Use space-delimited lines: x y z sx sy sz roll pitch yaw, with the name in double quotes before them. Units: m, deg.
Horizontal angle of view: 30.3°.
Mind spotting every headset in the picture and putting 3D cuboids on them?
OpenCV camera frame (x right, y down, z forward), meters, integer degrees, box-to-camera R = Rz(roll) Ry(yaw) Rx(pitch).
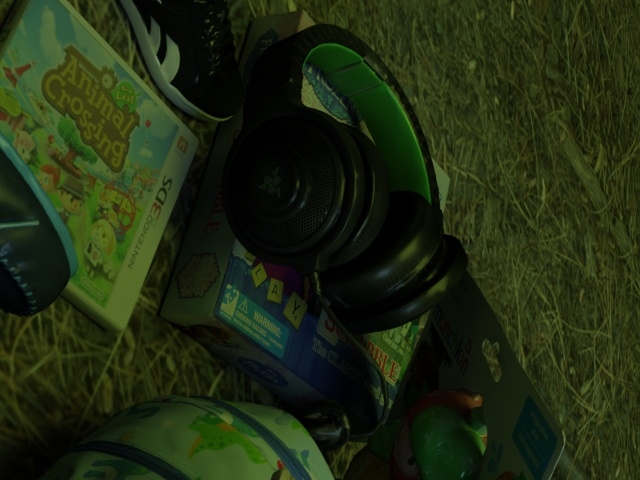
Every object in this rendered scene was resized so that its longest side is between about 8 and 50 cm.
"headset" 0.000 0.000 1.017 0.243 0.185 0.394 41 40 -40

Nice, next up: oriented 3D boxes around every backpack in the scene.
"backpack" -0.081 0.287 0.843 0.273 0.290 0.355 -50 117 -34

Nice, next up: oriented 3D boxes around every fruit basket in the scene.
"fruit basket" 0.080 0.223 1.010 0.327 0.166 0.353 -108 -151 -64

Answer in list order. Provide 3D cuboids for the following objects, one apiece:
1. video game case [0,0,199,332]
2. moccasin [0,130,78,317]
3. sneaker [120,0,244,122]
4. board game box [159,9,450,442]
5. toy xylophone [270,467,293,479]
"video game case" -0.189 -0.063 0.920 0.212 0.023 0.193 47 50 -43
"moccasin" -0.294 -0.061 0.699 0.342 0.138 0.116 48 53 -24
"sneaker" -0.094 -0.189 0.984 0.217 0.121 0.079 59 44 -34
"board game box" 0.005 -0.003 1.162 0.319 0.066 0.317 41 55 -47
"toy xylophone" -0.117 0.278 0.662 0.081 0.323 0.236 -126 -161 -77
